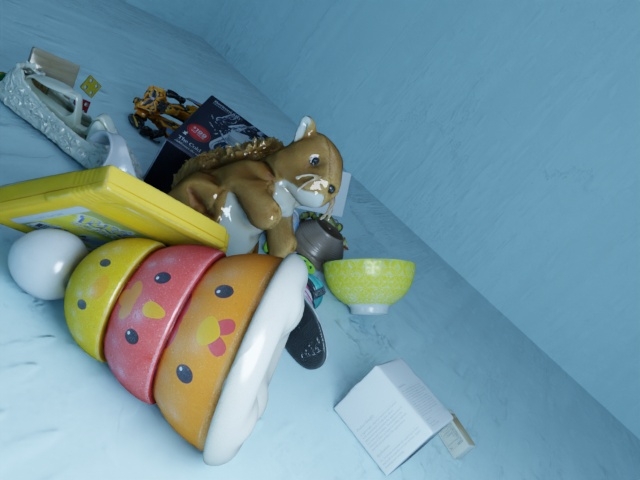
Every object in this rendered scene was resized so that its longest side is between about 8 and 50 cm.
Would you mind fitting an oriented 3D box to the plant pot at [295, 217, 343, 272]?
[{"bbox_3d":[0.000,0.000,1.895,0.237,0.110,0.237,36,17,-13],"label":"plant pot"}]

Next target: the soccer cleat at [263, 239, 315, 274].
[{"bbox_3d":[-0.093,0.047,1.684,0.179,0.060,0.072,31,18,-15],"label":"soccer cleat"}]

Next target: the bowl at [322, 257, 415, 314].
[{"bbox_3d":[0.149,0.149,1.705,0.289,0.289,0.156,14,74,-53],"label":"bowl"}]

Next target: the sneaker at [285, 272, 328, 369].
[{"bbox_3d":[-0.042,0.181,1.380,0.178,0.124,0.295,18,41,-63],"label":"sneaker"}]

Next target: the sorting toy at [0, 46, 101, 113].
[{"bbox_3d":[-0.721,-0.427,1.473,0.046,0.132,0.274,26,8,30],"label":"sorting toy"}]

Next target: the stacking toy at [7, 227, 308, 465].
[{"bbox_3d":[-0.285,0.115,0.894,0.480,0.350,0.350,21,18,3],"label":"stacking toy"}]

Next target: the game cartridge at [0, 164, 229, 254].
[{"bbox_3d":[-0.355,-0.028,0.936,0.285,0.324,0.052,34,59,-53],"label":"game cartridge"}]

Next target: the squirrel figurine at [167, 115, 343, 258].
[{"bbox_3d":[-0.141,-0.134,1.254,0.281,0.370,0.397,50,5,-40],"label":"squirrel figurine"}]

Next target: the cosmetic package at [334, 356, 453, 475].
[{"bbox_3d":[0.163,0.384,1.232,0.183,0.151,0.151,49,20,24],"label":"cosmetic package"}]

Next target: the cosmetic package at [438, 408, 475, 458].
[{"bbox_3d":[0.347,0.507,1.452,0.041,0.060,0.115,23,26,-42],"label":"cosmetic package"}]

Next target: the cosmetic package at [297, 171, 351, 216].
[{"bbox_3d":[-0.040,-0.181,1.926,0.197,0.155,0.365,11,6,-14],"label":"cosmetic package"}]

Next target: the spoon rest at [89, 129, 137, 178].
[{"bbox_3d":[-0.464,-0.138,1.242,0.137,0.084,0.276,8,56,-46],"label":"spoon rest"}]

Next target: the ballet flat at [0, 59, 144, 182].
[{"bbox_3d":[-0.598,-0.285,1.357,0.409,0.147,0.147,37,18,-10],"label":"ballet flat"}]

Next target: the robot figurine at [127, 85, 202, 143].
[{"bbox_3d":[-0.467,-0.397,1.790,0.291,0.085,0.211,26,58,-9],"label":"robot figurine"}]

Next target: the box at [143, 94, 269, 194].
[{"bbox_3d":[-0.268,-0.199,1.590,0.343,0.179,0.312,36,36,-11],"label":"box"}]

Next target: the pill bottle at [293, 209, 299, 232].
[{"bbox_3d":[-0.118,-0.050,1.786,0.087,0.087,0.160,37,26,-7],"label":"pill bottle"}]

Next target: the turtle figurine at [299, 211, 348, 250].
[{"bbox_3d":[0.015,-0.068,2.112,0.269,0.087,0.217,33,14,3],"label":"turtle figurine"}]
